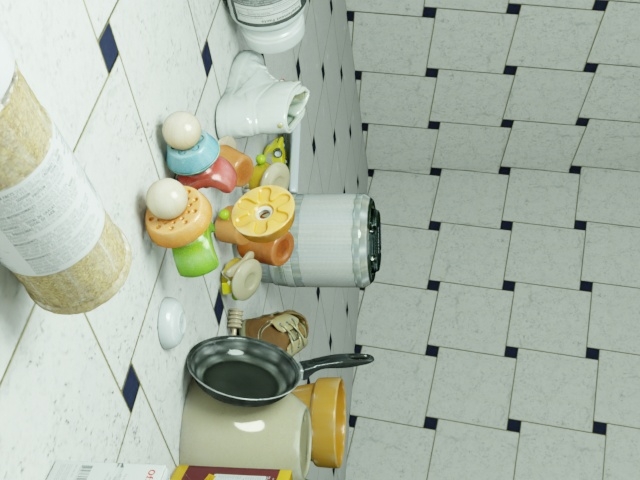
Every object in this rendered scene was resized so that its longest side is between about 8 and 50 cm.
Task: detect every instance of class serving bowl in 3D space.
[{"bbox_3d":[-0.231,0.130,1.420,0.083,0.027,0.083,-1,90,-80],"label":"serving bowl"}]

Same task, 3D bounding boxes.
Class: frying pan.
[{"bbox_3d":[-0.085,0.215,1.580,0.326,0.197,0.053,-10,122,-43],"label":"frying pan"}]

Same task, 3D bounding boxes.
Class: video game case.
[{"bbox_3d":[-0.077,-0.196,2.223,0.193,0.023,0.213,131,-38,-74],"label":"video game case"}]

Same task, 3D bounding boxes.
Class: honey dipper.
[{"bbox_3d":[-0.173,0.215,1.776,0.030,0.030,0.161,57,36,-74],"label":"honey dipper"}]

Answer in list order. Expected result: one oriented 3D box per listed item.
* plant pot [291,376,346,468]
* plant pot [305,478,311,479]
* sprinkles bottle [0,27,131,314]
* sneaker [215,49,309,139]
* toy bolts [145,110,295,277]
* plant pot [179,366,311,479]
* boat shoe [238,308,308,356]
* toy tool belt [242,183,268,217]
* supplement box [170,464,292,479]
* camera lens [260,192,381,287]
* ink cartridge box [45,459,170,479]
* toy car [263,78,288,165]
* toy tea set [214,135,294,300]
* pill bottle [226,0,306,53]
[{"bbox_3d":[-0.045,0.418,2.075,0.205,0.187,0.205,0,90,-82],"label":"plant pot"},{"bbox_3d":[-0.006,0.651,1.983,0.275,0.293,0.275,0,90,-81],"label":"plant pot"},{"bbox_3d":[-0.280,-0.059,0.813,0.355,0.121,0.121,75,17,-58],"label":"sprinkles bottle"},{"bbox_3d":[-0.100,-0.295,1.808,0.293,0.169,0.108,-82,166,-49],"label":"sneaker"},{"bbox_3d":[-0.166,-0.095,1.366,0.158,0.218,0.229,69,3,-49],"label":"toy bolts"},{"bbox_3d":[-0.119,0.359,1.610,0.284,0.190,0.284,0,90,-82],"label":"plant pot"},{"bbox_3d":[-0.092,0.202,1.923,0.324,0.119,0.123,-46,116,-82],"label":"boat shoe"},{"bbox_3d":[-0.138,-0.089,1.930,0.052,0.051,0.083,-54,142,-75],"label":"toy tool belt"},{"bbox_3d":[-0.151,0.454,1.382,0.191,0.194,0.129,-63,152,-71],"label":"supplement box"},{"bbox_3d":[0.000,0.000,2.089,0.219,0.274,0.219,0,90,-81],"label":"camera lens"},{"bbox_3d":[-0.242,0.300,0.998,0.099,0.135,0.056,-75,163,-57],"label":"ink cartridge box"},{"bbox_3d":[-0.119,-0.269,2.053,0.225,0.053,0.239,21,68,-80],"label":"toy car"},{"bbox_3d":[-0.156,-0.058,1.751,0.200,0.124,0.336,-35,134,-43],"label":"toy tea set"},{"bbox_3d":[-0.113,-0.509,1.746,0.278,0.162,0.162,77,16,-55],"label":"pill bottle"}]
